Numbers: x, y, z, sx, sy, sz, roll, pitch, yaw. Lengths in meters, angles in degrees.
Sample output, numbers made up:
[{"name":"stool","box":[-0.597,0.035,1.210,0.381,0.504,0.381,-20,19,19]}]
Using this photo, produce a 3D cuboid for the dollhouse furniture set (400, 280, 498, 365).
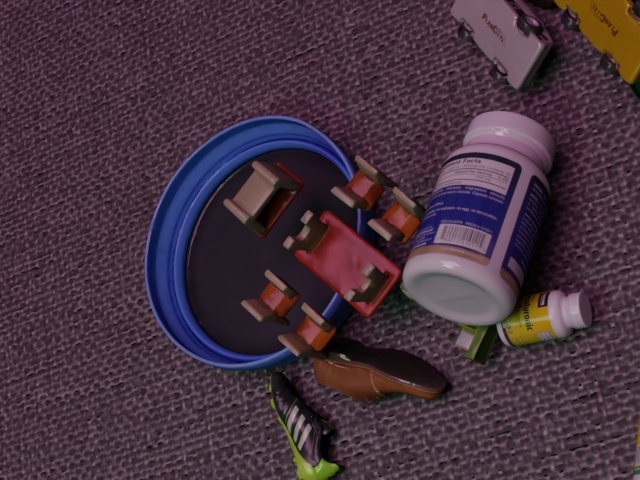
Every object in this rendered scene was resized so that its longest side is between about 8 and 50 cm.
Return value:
[{"name":"dollhouse furniture set","box":[0.170,0.115,2.019,0.151,0.076,0.059,23,87,36]}]

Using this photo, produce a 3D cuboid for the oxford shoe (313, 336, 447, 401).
[{"name":"oxford shoe","box":[0.083,0.194,2.066,0.212,0.076,0.076,13,111,34]}]

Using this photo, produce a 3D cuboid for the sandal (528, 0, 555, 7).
[{"name":"sandal","box":[0.272,-0.418,2.136,0.060,0.090,0.219,-42,58,-11]}]

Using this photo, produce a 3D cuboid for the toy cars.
[{"name":"toy cars","box":[0.333,-0.295,2.014,0.393,0.087,0.177,5,96,54]}]

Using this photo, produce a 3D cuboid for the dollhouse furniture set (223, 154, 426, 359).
[{"name":"dollhouse furniture set","box":[0.000,0.000,2.070,0.259,0.135,0.262,41,98,24]}]

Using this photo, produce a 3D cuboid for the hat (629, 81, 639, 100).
[{"name":"hat","box":[0.453,-0.275,1.886,0.208,0.183,0.173,10,73,41]}]

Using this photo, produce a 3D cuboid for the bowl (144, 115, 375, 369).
[{"name":"bowl","box":[-0.090,0.007,2.228,0.391,0.077,0.391,-11,68,30]}]

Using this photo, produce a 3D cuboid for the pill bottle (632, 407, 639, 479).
[{"name":"pill bottle","box":[0.444,0.205,1.780,0.117,0.117,0.208,-1,73,33]}]

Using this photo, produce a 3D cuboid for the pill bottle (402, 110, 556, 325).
[{"name":"pill bottle","box":[0.218,-0.033,1.960,0.153,0.153,0.265,3,56,34]}]

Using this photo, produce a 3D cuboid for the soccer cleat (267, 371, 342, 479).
[{"name":"soccer cleat","box":[-0.021,0.262,2.110,0.072,0.060,0.179,-27,67,12]}]

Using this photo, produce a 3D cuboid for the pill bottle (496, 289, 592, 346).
[{"name":"pill bottle","box":[0.295,0.101,1.948,0.116,0.065,0.065,-13,67,29]}]
